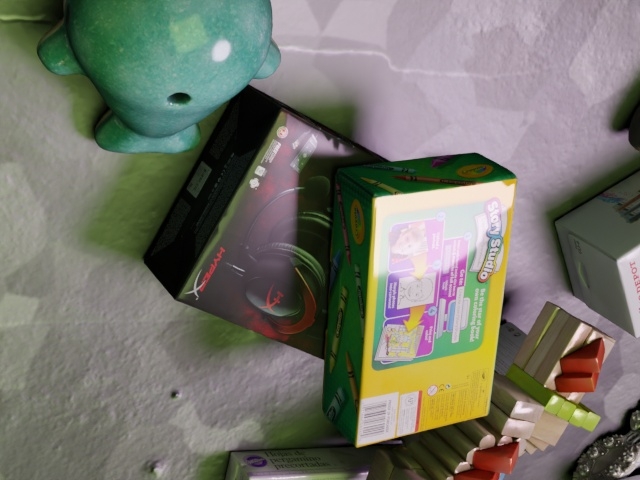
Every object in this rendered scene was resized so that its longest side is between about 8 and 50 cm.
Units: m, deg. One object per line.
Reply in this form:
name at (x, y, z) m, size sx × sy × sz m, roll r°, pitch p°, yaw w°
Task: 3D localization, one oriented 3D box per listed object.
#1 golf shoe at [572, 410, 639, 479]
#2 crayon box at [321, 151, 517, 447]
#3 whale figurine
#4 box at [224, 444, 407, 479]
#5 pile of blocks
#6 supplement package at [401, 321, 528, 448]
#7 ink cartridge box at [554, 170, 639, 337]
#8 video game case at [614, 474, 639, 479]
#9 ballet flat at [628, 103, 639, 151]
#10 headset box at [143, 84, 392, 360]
golf shoe at (0.428, 0.298, 1.595) m, size 0.176 × 0.069 × 0.086 m, roll -38°, pitch 129°, yaw -6°
crayon box at (0.097, 0.059, 1.178) m, size 0.165 × 0.081 × 0.278 m, roll -8°, pitch 115°, yaw -26°
whale figurine at (-0.138, -0.146, 1.020) m, size 0.216 × 0.141 × 0.272 m, roll 0°, pitch 147°, yaw -18°
box at (0.044, 0.289, 1.396) m, size 0.324 × 0.063 × 0.067 m, roll 2°, pitch 109°, yaw -27°
pile of blocks at (0.210, 0.227, 1.296) m, size 0.362 × 0.112 × 0.149 m, roll -39°, pitch 121°, yaw -7°
supplement package at (0.188, 0.194, 1.402) m, size 0.179 × 0.105 × 0.105 m, roll -23°, pitch 120°, yaw -16°
ink cartridge box at (0.401, 0.007, 1.415) m, size 0.176 × 0.127 × 0.128 m, roll -30°, pitch 122°, yaw -11°
video game case at (0.466, 0.423, 1.647) m, size 0.248 × 0.035 × 0.275 m, roll -6°, pitch 129°, yaw -25°
ballet flat at (0.462, -0.198, 1.389) m, size 0.058 × 0.084 × 0.250 m, roll 41°, pitch 84°, yaw -32°
headset box at (0.000, 0.000, 1.219) m, size 0.293 × 0.110 × 0.218 m, roll 26°, pitch 98°, yaw -33°
